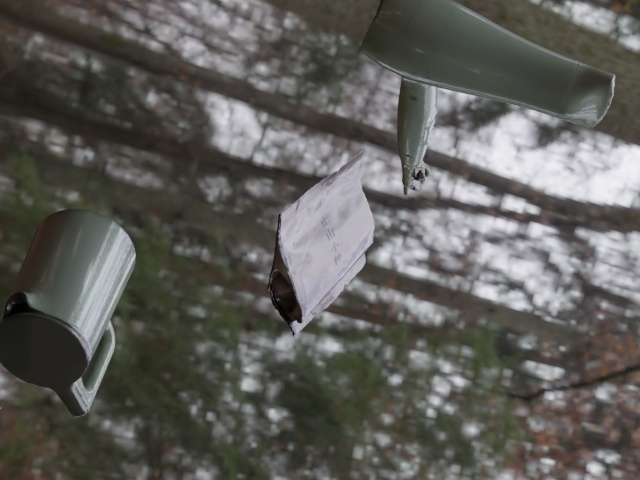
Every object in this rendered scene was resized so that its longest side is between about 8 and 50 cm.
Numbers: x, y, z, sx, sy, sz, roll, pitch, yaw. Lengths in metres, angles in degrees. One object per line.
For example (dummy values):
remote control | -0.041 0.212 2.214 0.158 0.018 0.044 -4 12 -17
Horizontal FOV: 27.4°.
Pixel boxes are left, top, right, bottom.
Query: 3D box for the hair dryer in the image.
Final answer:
hair dryer | 0.123 -0.102 1.143 0.237 0.206 0.075 109 5 -55

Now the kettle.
kettle | -0.235 0.063 1.200 0.148 0.098 0.126 -79 -176 -50

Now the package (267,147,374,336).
package | 0.000 0.000 1.991 0.062 0.204 0.251 24 -41 28
